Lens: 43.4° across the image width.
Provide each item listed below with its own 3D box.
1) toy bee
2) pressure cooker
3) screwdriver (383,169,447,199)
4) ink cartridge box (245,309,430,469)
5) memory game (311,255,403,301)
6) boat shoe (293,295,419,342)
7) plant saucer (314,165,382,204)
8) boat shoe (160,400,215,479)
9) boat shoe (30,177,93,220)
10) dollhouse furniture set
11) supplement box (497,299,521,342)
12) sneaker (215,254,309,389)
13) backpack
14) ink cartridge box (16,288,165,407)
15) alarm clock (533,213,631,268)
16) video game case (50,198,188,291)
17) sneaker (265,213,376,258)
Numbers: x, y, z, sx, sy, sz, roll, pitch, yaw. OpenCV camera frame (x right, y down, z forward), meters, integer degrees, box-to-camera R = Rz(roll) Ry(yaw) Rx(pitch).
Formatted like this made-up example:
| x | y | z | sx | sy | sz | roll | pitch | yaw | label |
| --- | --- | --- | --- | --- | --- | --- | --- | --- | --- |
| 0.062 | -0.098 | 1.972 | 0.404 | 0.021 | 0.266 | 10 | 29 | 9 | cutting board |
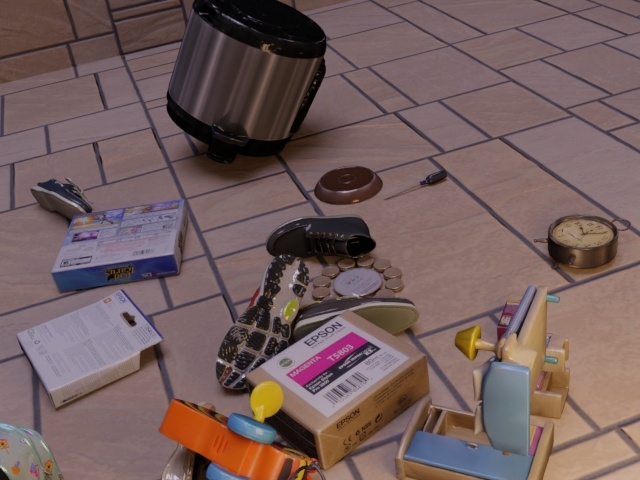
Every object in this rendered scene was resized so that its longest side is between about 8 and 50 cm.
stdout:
| x | y | z | sx | sy | sz | roll | pitch | yaw | label |
| --- | --- | --- | --- | --- | --- | --- | --- | --- | --- |
| -0.086 | 0.321 | 1.142 | 0.195 | 0.162 | 0.298 | -50 | 53 | 5 | toy bee |
| -0.212 | -0.419 | 2.137 | 0.376 | 0.420 | 0.370 | 38 | 31 | 25 | pressure cooker |
| 0.223 | -0.131 | 1.899 | 0.170 | 0.024 | 0.025 | -19 | 62 | -12 | screwdriver |
| 0.028 | 0.231 | 1.300 | 0.235 | 0.088 | 0.193 | -31 | 38 | -30 | ink cartridge box |
| 0.074 | 0.086 | 1.596 | 0.186 | 0.012 | 0.186 | -7 | 31 | 4 | memory game |
| 0.062 | 0.133 | 1.455 | 0.228 | 0.081 | 0.068 | -10 | 35 | 5 | boat shoe |
| 0.066 | -0.140 | 1.949 | 0.169 | 0.029 | 0.168 | -6 | 32 | 4 | plant saucer |
| -0.188 | 0.324 | 1.239 | 0.059 | 0.063 | 0.170 | 4 | 43 | 16 | boat shoe |
| -0.641 | -0.108 | 2.032 | 0.255 | 0.095 | 0.079 | 14 | 49 | 47 | boat shoe |
| 0.228 | 0.172 | 1.135 | 0.198 | 0.303 | 0.286 | 8 | 35 | 25 | dollhouse furniture set |
| 0.342 | 0.145 | 1.396 | 0.055 | 0.043 | 0.083 | 7 | 34 | 24 | supplement box |
| -0.101 | 0.158 | 1.454 | 0.107 | 0.118 | 0.279 | 31 | 60 | 0 | sneaker |
| -0.470 | 0.343 | 1.155 | 0.166 | 0.188 | 0.144 | 1 | 33 | 17 | backpack |
| -0.433 | 0.197 | 1.519 | 0.224 | 0.045 | 0.223 | -24 | 35 | -24 | ink cartridge box |
| 0.526 | -0.002 | 1.567 | 0.192 | 0.064 | 0.129 | -22 | 33 | -16 | alarm clock |
| -0.444 | 0.007 | 1.816 | 0.270 | 0.061 | 0.244 | -8 | 33 | 1 | video game case |
| 0.000 | 0.000 | 1.672 | 0.222 | 0.083 | 0.118 | -13 | 22 | -8 | sneaker |
